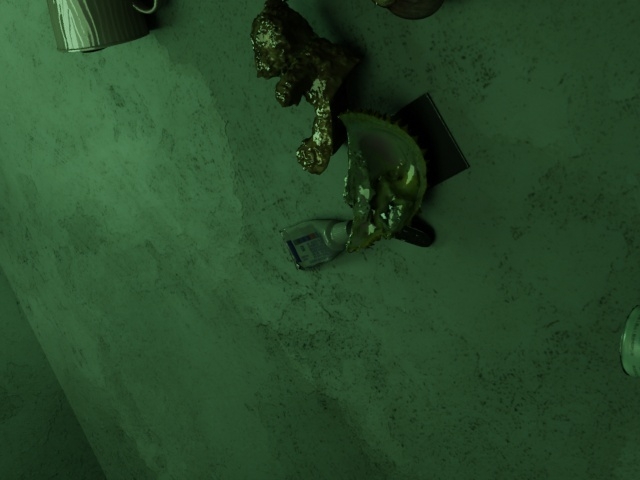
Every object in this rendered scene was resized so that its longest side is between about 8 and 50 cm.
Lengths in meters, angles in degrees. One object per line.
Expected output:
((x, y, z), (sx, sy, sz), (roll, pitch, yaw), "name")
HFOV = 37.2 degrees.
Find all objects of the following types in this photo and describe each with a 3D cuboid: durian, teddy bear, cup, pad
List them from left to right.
((-0.508, -0.578, 2.180), (0.288, 0.208, 0.273), (10, 118, 42), "cup")
((-0.047, -0.303, 1.880), (0.222, 0.246, 0.296), (16, 118, 6), "teddy bear")
((0.115, -0.115, 1.861), (0.172, 0.166, 0.306), (22, 119, 31), "durian")
((0.174, -0.171, 1.902), (0.245, 0.006, 0.170), (-29, 92, 49), "pad")

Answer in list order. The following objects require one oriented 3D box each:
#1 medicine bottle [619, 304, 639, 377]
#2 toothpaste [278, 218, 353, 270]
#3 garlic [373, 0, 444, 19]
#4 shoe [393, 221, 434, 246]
((0.605, 0.181, 1.591), (0.168, 0.135, 0.135), (11, 120, 40), "medicine bottle")
((0.000, 0.002, 2.144), (0.282, 0.068, 0.099), (-18, 69, 58), "toothpaste")
((0.122, -0.486, 1.626), (0.245, 0.160, 0.245), (56, 169, 18), "garlic")
((0.156, -0.042, 1.971), (0.179, 0.049, 0.071), (21, 145, 13), "shoe")
